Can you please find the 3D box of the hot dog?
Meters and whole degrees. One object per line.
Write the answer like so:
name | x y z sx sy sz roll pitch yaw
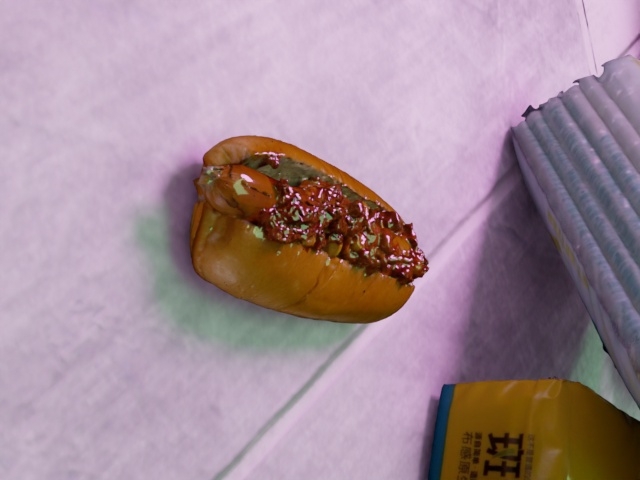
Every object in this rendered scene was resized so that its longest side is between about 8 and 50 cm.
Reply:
hot dog | 0.000 0.000 0.825 0.249 0.076 0.102 24 72 -55

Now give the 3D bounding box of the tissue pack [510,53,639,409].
tissue pack | 0.314 0.064 1.073 0.287 0.162 0.388 54 12 -35

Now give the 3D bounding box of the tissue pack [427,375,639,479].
tissue pack | 0.168 0.256 1.012 0.192 0.134 0.270 32 61 -52
